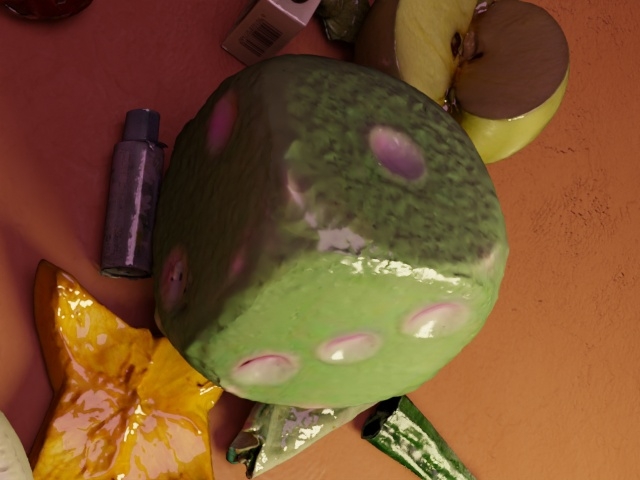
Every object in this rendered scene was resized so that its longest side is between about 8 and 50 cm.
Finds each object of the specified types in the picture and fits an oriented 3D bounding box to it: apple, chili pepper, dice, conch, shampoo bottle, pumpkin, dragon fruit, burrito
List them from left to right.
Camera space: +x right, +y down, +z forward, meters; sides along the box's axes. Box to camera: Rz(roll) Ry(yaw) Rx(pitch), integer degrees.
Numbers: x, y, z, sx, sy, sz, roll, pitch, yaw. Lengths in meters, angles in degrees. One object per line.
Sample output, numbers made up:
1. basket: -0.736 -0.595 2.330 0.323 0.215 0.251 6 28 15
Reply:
1. dragon fruit: -0.365 -0.314 1.258 0.191 0.094 0.094 -15 86 -25
2. pumpkin: -0.229 0.189 1.206 0.258 0.095 0.290 11 70 -21
3. shampoo bottle: -0.233 -0.060 1.277 0.072 0.072 0.214 10 74 -25
4. dice: 0.000 0.000 1.196 0.322 0.330 0.318 16 46 -31
5. burrito: 0.004 0.205 1.340 0.309 0.066 0.096 -29 90 -29
6. conch: 0.038 -0.330 1.493 0.121 0.074 0.089 23 82 -44
7. chili pepper: 0.163 0.302 1.404 0.227 0.059 0.088 40 92 -17
8. apple: 0.188 -0.245 1.449 0.295 0.233 0.257 23 55 -10

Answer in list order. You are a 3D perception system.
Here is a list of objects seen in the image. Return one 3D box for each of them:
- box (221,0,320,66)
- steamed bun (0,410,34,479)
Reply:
1. box: -0.027 -0.373 1.402 0.069 0.164 0.256 34 65 -15
2. steamed bun: -0.466 0.286 0.973 0.375 0.241 0.374 8 71 -23
